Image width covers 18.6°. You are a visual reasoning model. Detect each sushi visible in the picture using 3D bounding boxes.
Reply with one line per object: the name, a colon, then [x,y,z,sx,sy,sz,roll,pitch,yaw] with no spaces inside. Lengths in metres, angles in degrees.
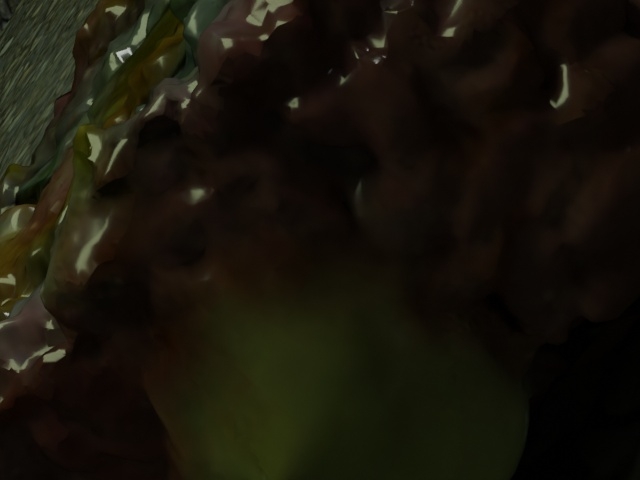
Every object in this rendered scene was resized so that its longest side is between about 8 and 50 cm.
sushi: [0.000,0.000,0.563,0.270,0.171,0.236,-51,17,20]
